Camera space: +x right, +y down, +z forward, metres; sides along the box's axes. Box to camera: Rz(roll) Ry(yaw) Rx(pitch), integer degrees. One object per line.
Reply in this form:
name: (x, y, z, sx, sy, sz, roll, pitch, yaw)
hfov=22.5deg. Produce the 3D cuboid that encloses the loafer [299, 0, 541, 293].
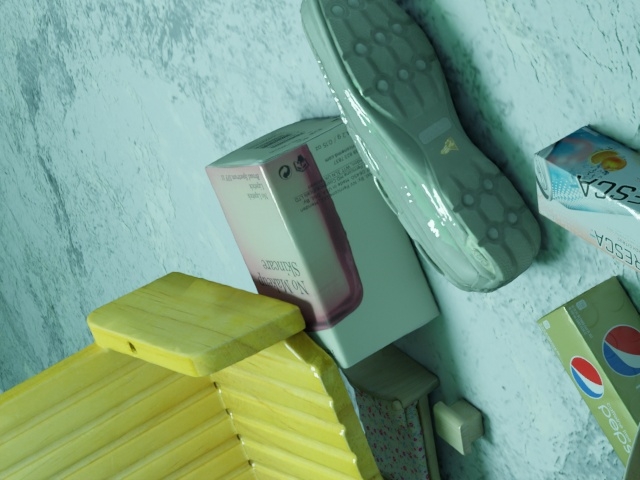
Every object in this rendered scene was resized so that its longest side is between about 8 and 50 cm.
loafer: (0.074, -0.091, 1.446, 0.319, 0.112, 0.111, 60, 148, 3)

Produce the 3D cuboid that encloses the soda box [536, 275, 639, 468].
soda box: (0.262, 0.126, 1.361, 0.181, 0.061, 0.058, 59, 156, 6)

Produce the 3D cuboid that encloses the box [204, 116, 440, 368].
box: (0.000, 0.000, 1.677, 0.149, 0.127, 0.232, 2, 117, 63)

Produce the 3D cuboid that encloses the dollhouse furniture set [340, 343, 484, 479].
dollhouse furniture set: (0.028, 0.268, 1.859, 0.355, 0.174, 0.303, 34, 145, 47)

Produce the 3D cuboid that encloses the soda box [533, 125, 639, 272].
soda box: (0.246, -0.021, 1.238, 0.183, 0.058, 0.063, 35, 145, 45)

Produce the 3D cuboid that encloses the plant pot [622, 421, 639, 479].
plant pot: (0.333, 0.097, 0.981, 0.191, 0.284, 0.284, 27, 151, 3)

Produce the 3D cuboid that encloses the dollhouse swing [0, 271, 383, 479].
dollhouse swing: (-0.154, 0.266, 1.711, 0.315, 0.305, 0.346, 13, 131, 49)
